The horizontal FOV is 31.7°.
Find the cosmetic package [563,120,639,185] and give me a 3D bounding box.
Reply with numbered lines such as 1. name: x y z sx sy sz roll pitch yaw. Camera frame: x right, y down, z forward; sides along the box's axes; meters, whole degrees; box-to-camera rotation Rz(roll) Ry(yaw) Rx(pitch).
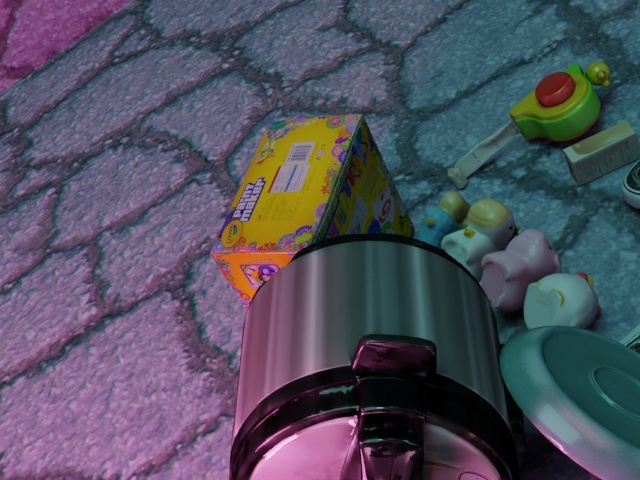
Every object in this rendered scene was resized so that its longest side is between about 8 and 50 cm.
1. cosmetic package: 0.466 -0.144 1.860 0.115 0.060 0.041 -25 41 3

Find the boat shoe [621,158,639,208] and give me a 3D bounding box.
1. boat shoe: 0.600 -0.167 1.771 0.306 0.105 0.113 -30 41 -1

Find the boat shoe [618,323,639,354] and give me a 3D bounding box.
1. boat shoe: 0.442 0.158 1.584 0.142 0.049 0.040 -35 47 3

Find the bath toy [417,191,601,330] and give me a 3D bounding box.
1. bath toy: 0.300 0.039 1.730 0.348 0.129 0.151 38 117 49

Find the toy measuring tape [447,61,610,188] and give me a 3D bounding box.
1. toy measuring tape: 0.371 -0.189 1.927 0.330 0.121 0.121 -39 41 2

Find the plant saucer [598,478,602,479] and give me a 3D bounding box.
1. plant saucer: 0.429 0.324 1.395 0.168 0.029 0.168 -6 24 2

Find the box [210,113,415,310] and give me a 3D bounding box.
1. box: 0.000 0.000 1.812 0.177 0.279 0.290 -2 47 28

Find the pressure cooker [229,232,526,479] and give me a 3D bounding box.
1. pressure cooker: 0.065 0.246 1.447 0.375 0.370 0.420 -31 30 22

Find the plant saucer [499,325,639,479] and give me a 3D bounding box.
1. plant saucer: 0.374 0.203 1.406 0.044 0.317 0.318 -62 33 26
